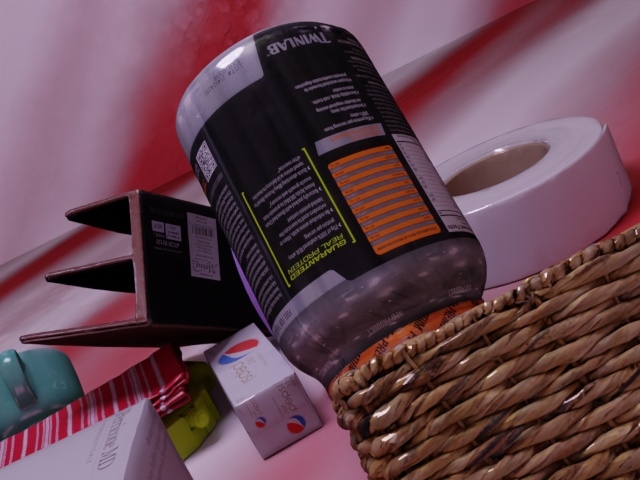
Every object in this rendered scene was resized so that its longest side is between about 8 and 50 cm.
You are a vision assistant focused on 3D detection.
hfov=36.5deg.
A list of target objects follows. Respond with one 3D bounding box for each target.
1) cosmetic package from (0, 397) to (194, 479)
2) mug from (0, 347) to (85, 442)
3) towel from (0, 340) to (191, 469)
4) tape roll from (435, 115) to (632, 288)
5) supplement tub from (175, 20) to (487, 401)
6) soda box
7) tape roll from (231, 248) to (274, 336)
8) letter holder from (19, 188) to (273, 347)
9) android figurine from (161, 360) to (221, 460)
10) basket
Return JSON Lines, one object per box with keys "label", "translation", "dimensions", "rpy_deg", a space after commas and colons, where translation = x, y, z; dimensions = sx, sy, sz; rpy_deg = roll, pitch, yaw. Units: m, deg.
{"label": "cosmetic package", "translation": [-0.283, 0.304, 0.784], "dimensions": [0.385, 0.156, 0.217], "rpy_deg": [-27, 13, 0]}
{"label": "mug", "translation": [-0.383, 0.215, 1.268], "dimensions": [0.129, 0.097, 0.158], "rpy_deg": [-41, -31, 16]}
{"label": "towel", "translation": [-0.275, 0.209, 1.120], "dimensions": [0.275, 0.031, 0.199], "rpy_deg": [-30, 12, -7]}
{"label": "tape roll", "translation": [0.235, -0.049, 1.214], "dimensions": [0.286, 0.100, 0.286], "rpy_deg": [-25, 15, 7]}
{"label": "supplement tub", "translation": [0.016, -0.017, 0.850], "dimensions": [0.194, 0.316, 0.193], "rpy_deg": [-24, -20, -9]}
{"label": "soda box", "translation": [-0.070, 0.160, 1.077], "dimensions": [0.074, 0.069, 0.216], "rpy_deg": [-29, 15, -9]}
{"label": "tape roll", "translation": [0.000, 0.000, 1.099], "dimensions": [0.090, 0.274, 0.275], "rpy_deg": [-20, 16, 22]}
{"label": "letter holder", "translation": [-0.207, 0.052, 1.216], "dimensions": [0.214, 0.152, 0.302], "rpy_deg": [-12, -12, 28]}
{"label": "android figurine", "translation": [-0.228, 0.226, 1.152], "dimensions": [0.248, 0.056, 0.273], "rpy_deg": [-36, 16, -33]}
{"label": "basket", "translation": [0.185, 0.143, 0.667], "dimensions": [0.299, 0.223, 0.213], "rpy_deg": [-28, -18, -4]}
